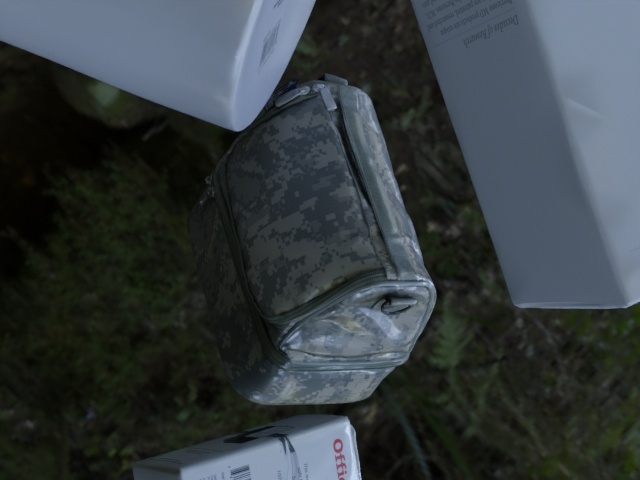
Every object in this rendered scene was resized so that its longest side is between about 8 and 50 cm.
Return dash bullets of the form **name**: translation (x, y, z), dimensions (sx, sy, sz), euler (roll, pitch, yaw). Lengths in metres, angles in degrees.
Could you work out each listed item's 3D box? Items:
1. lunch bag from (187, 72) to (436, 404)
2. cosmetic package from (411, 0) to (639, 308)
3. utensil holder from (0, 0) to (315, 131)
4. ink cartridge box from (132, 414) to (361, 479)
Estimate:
- **lunch bag**: translation (0.000, 0.000, 1.361), dimensions (0.213, 0.305, 0.256), euler (5, 142, -32)
- **cosmetic package**: translation (0.195, -0.162, 0.847), dimensions (0.217, 0.385, 0.156), euler (-22, -177, -20)
- **utensil holder**: translation (-0.199, -0.319, 1.191), dimensions (0.327, 0.385, 0.327), euler (22, 90, -85)
- **ink cartridge box**: translation (-0.062, 0.262, 1.157), dimensions (0.208, 0.153, 0.087), euler (-9, -177, -40)
